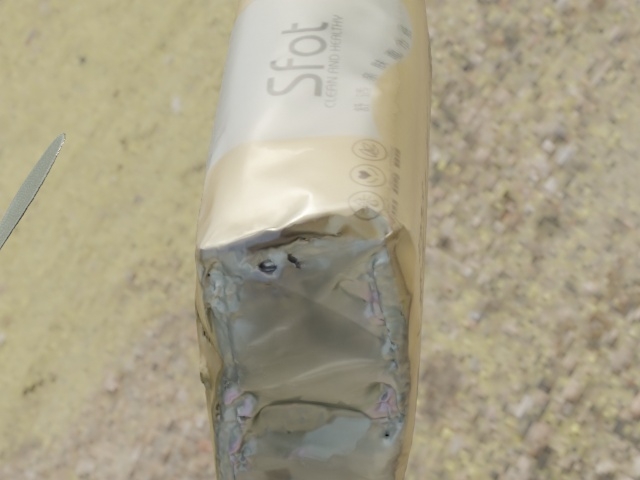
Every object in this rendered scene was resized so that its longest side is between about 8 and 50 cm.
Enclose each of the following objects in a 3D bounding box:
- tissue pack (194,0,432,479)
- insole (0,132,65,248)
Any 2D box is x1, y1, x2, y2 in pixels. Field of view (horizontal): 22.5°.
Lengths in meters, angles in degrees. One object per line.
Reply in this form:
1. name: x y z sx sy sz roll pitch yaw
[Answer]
1. tissue pack: 0.000 0.000 0.686 0.222 0.090 0.186 -83 -7 -49
2. insole: -0.206 -0.007 1.044 0.153 0.002 0.053 -60 21 -11
